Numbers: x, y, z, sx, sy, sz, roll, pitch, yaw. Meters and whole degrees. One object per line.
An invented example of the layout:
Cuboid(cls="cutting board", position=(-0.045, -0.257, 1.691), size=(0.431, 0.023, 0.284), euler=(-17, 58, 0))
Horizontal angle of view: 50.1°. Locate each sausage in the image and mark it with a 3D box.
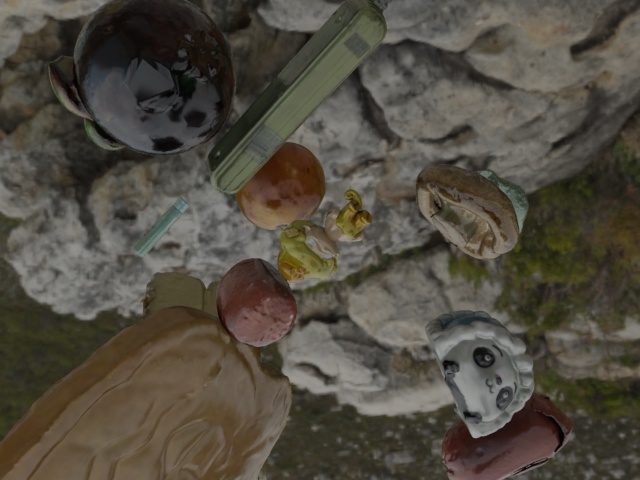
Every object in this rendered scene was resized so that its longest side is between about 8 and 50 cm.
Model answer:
Cuboid(cls="sausage", position=(-0.049, 0.046, 0.535), size=(0.059, 0.054, 0.094), euler=(32, -175, -19))
Cuboid(cls="sausage", position=(0.385, 0.419, 1.435), size=(0.280, 0.152, 0.152), euler=(-27, 157, 4))

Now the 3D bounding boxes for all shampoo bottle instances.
Cuboid(cls="shampoo bottle", position=(-0.434, -0.038, 1.872), size=(0.041, 0.190, 0.069), euler=(43, 176, -15))

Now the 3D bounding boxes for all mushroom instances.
Cuboid(cls="mushroom", position=(0.320, -0.059, 1.483), size=(0.146, 0.278, 0.278), euler=(-49, 168, -15))

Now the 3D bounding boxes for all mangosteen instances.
Cuboid(cls="mangosteen", position=(-0.300, -0.286, 1.219), size=(0.311, 0.311, 0.311), euler=(-6, 160, -2))

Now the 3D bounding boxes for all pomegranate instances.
Cuboid(cls="pomegranate", position=(-0.114, -0.159, 1.936), size=(0.264, 0.264, 0.264), euler=(-6, 160, -2))

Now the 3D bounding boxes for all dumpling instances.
Cuboid(cls="dumpling", position=(0.468, -0.108, 1.747), size=(0.108, 0.152, 0.219), euler=(-19, 131, 10))

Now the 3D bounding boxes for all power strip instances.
Cuboid(cls="power strip", position=(-0.030, -0.224, 1.023), size=(0.066, 0.092, 0.387), euler=(35, 108, -32))

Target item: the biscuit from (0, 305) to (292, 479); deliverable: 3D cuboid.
Cuboid(cls="biscuit", position=(-0.181, 0.258, 0.670), size=(0.062, 0.385, 0.365), euler=(27, 166, 32))

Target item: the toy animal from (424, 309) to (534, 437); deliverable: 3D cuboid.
Cuboid(cls="toy animal", position=(0.290, 0.223, 1.217), size=(0.156, 0.208, 0.204), euler=(-24, -176, 1))

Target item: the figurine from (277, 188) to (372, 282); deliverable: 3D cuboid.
Cuboid(cls="figurine", position=(0.000, 0.000, 1.450), size=(0.246, 0.131, 0.156), euler=(-34, 112, 27))

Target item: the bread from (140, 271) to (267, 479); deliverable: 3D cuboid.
Cuboid(cls="bread", position=(-0.261, 0.318, 1.508), size=(0.280, 0.371, 0.390), euler=(-2, 128, -8))
